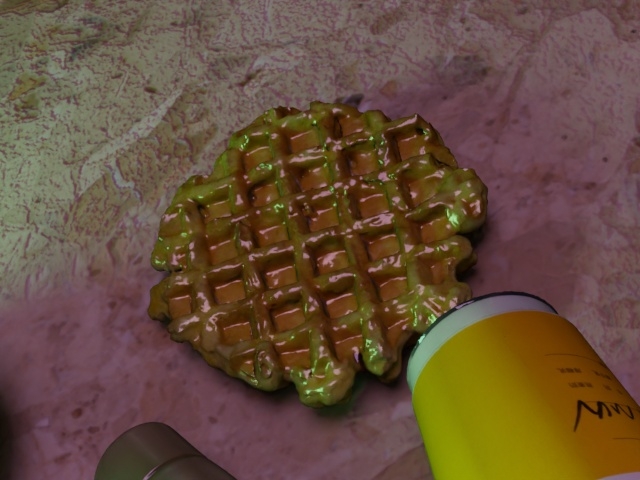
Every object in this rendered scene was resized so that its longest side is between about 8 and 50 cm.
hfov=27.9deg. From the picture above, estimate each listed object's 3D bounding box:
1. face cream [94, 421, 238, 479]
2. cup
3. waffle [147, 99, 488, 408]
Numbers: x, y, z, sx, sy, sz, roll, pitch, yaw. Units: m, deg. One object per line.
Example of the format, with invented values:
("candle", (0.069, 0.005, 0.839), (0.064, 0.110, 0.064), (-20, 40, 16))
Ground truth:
("face cream", (-0.043, 0.253, 0.944), (0.137, 0.084, 0.341), (-31, 44, -27))
("cup", (0.162, 0.172, 0.890), (0.196, 0.196, 0.279), (-24, 42, 0))
("waffle", (0.000, 0.000, 1.149), (0.325, 0.068, 0.302), (23, 65, 30))
